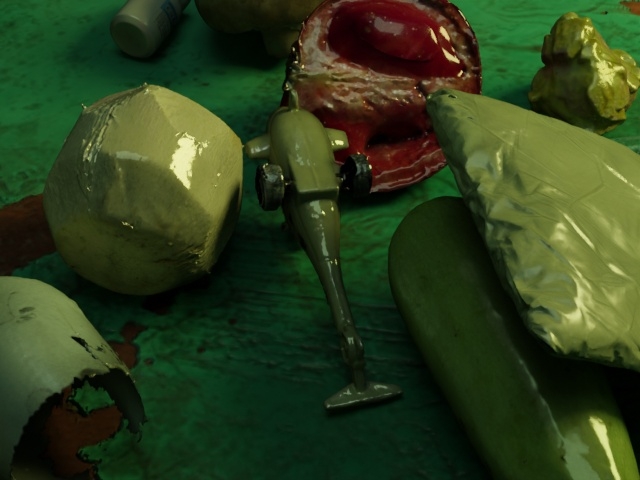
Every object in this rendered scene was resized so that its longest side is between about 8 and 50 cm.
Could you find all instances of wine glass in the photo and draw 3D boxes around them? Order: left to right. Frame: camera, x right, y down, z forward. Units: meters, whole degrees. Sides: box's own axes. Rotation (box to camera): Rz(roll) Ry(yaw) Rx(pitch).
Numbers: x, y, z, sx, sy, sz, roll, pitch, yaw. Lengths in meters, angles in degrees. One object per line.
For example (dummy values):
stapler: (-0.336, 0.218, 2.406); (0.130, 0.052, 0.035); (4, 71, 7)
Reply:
wine glass: (-0.264, 0.063, 1.134); (0.143, 0.143, 0.321); (-30, 50, -23)

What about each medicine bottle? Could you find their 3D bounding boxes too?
medicine bottle: (-0.165, -0.223, 1.473); (0.052, 0.052, 0.089); (15, 48, 19)

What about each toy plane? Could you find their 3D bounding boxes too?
toy plane: (0.000, 0.000, 1.202); (0.092, 0.108, 0.286); (-8, 50, -13)

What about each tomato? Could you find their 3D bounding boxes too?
tomato: (0.053, -0.129, 1.335); (0.173, 0.099, 0.189); (12, 86, 1)

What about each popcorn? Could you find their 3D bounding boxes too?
popcorn: (0.237, -0.143, 1.339); (0.097, 0.089, 0.109); (9, 43, -39)

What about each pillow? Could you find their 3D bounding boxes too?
pillow: (0.226, 0.006, 1.108); (0.281, 0.076, 0.274); (17, 34, -31)

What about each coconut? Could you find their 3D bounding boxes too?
coconut: (-0.139, -0.048, 1.220); (0.161, 0.161, 0.162); (7, 54, 12)

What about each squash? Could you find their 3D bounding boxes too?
squash: (0.149, 0.105, 1.071); (0.118, 0.118, 0.370); (-17, 47, -12)

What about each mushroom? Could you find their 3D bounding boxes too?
mushroom: (-0.040, -0.245, 1.439); (0.166, 0.127, 0.166); (-9, 22, 4)

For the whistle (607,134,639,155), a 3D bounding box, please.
whistle: (0.286, -0.075, 1.294); (0.186, 0.039, 0.039); (-6, 44, -1)
